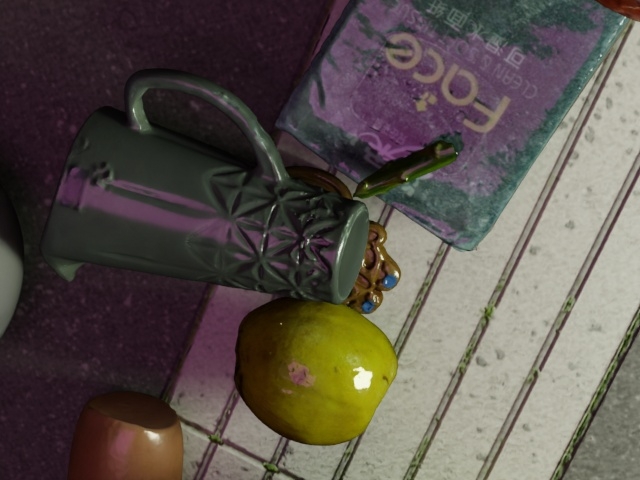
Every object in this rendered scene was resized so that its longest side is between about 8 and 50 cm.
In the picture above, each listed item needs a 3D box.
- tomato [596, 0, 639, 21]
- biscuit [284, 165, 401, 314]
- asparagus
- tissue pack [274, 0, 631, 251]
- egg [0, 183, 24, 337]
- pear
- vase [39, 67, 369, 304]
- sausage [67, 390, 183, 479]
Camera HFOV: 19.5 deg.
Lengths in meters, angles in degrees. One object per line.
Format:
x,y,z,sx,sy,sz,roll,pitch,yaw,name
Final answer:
0.304,-0.291,1.570,0.334,0.176,0.290,7,73,-4,tomato
0.000,0.000,1.856,0.175,0.026,0.124,39,113,2,biscuit
0.077,-0.064,1.706,0.108,0.021,0.025,-24,96,19,asparagus
0.133,-0.177,1.724,0.228,0.103,0.316,34,112,4,tissue pack
-0.389,0.022,1.890,0.176,0.176,0.232,5,115,14,egg
-0.009,0.128,1.829,0.162,0.149,0.149,18,110,-3,pear
-0.107,-0.035,1.795,0.300,0.156,0.251,16,117,14,vase
-0.210,0.311,1.956,0.121,0.121,0.304,11,108,12,sausage
